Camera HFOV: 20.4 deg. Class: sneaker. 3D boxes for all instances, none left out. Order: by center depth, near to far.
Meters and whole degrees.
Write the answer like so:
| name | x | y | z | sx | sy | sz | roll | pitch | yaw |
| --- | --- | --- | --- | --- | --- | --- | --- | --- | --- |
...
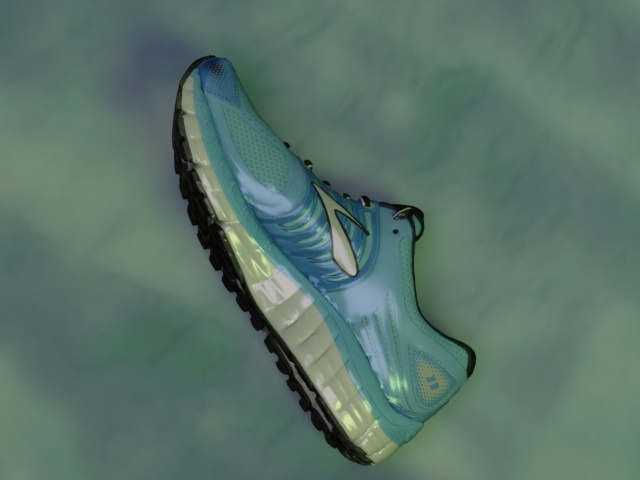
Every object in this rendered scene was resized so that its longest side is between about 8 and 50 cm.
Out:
| name | x | y | z | sx | sy | sz | roll | pitch | yaw |
| --- | --- | --- | --- | --- | --- | --- | --- | --- | --- |
| sneaker | 0.000 | 0.000 | 0.661 | 0.073 | 0.063 | 0.162 | -30 | 85 | -12 |
